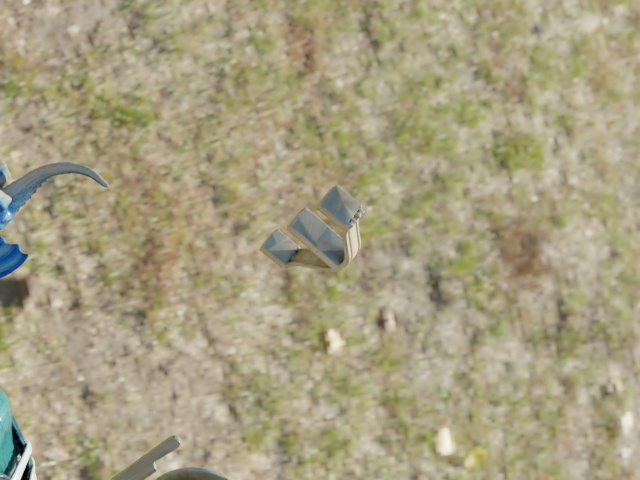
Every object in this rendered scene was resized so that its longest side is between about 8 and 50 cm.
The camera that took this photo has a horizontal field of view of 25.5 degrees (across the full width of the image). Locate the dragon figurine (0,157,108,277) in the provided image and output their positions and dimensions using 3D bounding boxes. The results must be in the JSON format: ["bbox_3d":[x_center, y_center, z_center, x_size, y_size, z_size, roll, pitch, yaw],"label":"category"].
[{"bbox_3d":[-0.361,-0.014,1.488,0.144,0.289,0.085,81,-10,-51],"label":"dragon figurine"}]

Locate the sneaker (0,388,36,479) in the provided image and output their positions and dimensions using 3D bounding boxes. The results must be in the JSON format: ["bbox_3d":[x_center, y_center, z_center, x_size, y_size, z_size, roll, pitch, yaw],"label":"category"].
[{"bbox_3d":[-0.258,0.235,1.165,0.108,0.121,0.302,-75,178,-50],"label":"sneaker"}]

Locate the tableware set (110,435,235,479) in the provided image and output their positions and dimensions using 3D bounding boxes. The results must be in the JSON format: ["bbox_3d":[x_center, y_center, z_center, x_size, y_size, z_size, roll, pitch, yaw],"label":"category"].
[{"bbox_3d":[-0.128,0.239,1.086,0.128,0.194,0.039,40,33,-20],"label":"tableware set"}]

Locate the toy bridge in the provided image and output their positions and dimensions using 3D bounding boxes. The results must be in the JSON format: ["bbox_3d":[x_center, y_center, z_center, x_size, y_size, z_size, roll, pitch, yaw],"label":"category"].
[{"bbox_3d":[0.000,0.000,1.268,0.063,0.188,0.026,39,68,-7],"label":"toy bridge"}]
